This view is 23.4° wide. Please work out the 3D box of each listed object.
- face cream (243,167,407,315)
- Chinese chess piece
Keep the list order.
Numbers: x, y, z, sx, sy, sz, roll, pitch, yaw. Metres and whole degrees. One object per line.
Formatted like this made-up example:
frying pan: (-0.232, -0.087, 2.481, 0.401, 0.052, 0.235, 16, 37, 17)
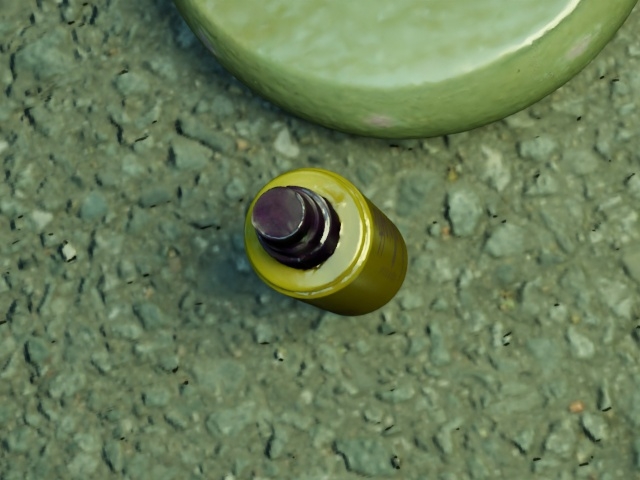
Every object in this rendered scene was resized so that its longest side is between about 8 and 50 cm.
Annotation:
face cream: (0.000, 0.000, 0.941, 0.078, 0.273, 0.078, -1, 83, 10)
Chinese chess piece: (0.057, -0.240, 1.024, 0.349, 0.146, 0.349, -1, 84, 10)
